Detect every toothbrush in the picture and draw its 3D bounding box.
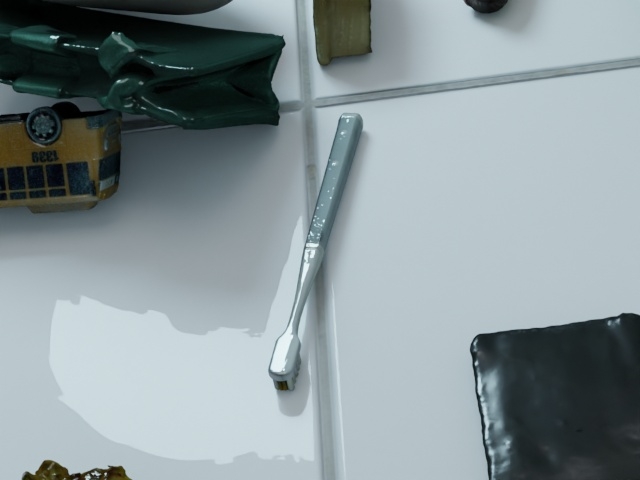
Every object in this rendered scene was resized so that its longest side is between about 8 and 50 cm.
[{"bbox_3d":[0.000,-0.002,1.338,0.025,0.030,0.342,3,47,12],"label":"toothbrush"}]

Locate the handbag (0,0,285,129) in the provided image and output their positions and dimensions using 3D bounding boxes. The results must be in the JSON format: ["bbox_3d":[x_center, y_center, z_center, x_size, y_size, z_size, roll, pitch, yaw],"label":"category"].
[{"bbox_3d":[-0.214,-0.177,1.428,0.327,0.089,0.238,14,14,20],"label":"handbag"}]

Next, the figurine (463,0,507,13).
[{"bbox_3d":[0.190,-0.297,1.561,0.054,0.072,0.129,26,58,5],"label":"figurine"}]

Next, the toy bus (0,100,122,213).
[{"bbox_3d":[-0.281,-0.077,1.408,0.182,0.103,0.091,-4,10,6],"label":"toy bus"}]

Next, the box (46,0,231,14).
[{"bbox_3d":[-0.259,-0.321,1.534,0.349,0.141,0.289,17,13,41],"label":"box"}]

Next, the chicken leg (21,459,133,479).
[{"bbox_3d":[-0.223,0.235,1.110,0.207,0.085,0.101,-32,83,-11],"label":"chicken leg"}]

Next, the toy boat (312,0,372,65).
[{"bbox_3d":[0.025,-0.281,1.551,0.061,0.116,0.188,-1,48,3],"label":"toy boat"}]

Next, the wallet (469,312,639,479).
[{"bbox_3d":[0.199,0.175,1.130,0.146,0.030,0.285,-4,46,2],"label":"wallet"}]
